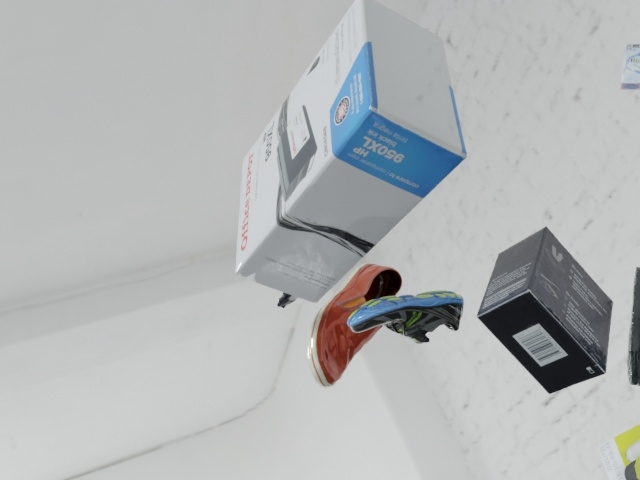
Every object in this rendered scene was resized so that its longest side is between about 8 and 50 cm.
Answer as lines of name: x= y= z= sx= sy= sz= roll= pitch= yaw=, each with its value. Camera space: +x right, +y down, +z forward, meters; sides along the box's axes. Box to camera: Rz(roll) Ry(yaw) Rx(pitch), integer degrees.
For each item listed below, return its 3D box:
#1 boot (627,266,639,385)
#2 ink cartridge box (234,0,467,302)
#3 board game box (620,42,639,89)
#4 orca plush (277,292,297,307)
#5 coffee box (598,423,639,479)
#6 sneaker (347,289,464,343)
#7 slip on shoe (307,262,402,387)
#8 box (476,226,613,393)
boot: x=0.641 y=0.150 z=1.204 sx=0.207 sy=0.247 sz=0.094 roll=6 pitch=-41 yaw=24
ink cartridge box: x=0.026 y=-0.130 z=1.110 sx=0.166 sy=0.286 sz=0.395 roll=21 pitch=-46 yaw=-23
board game box: x=0.563 y=-0.296 z=1.198 sx=0.090 sy=0.090 sz=0.020 roll=6 pitch=-27 yaw=22
orca plush: x=0.000 y=0.000 z=1.375 sx=0.151 sy=0.102 sz=0.287 roll=1 pitch=-48 yaw=-50
coffee box: x=0.866 y=0.575 z=1.497 sx=0.334 sy=0.338 sz=0.338 roll=-37 pitch=-69 yaw=22
sneaker: x=0.134 y=0.122 z=1.069 sx=0.188 sy=0.078 sz=0.067 roll=-4 pitch=5 yaw=-17
slip on shoe: x=0.072 y=0.160 z=1.427 sx=0.101 sy=0.331 sz=0.123 roll=-9 pitch=-60 yaw=39
box: x=0.313 y=0.094 z=0.967 sx=0.093 sy=0.156 sz=0.158 roll=-36 pitch=12 yaw=40
